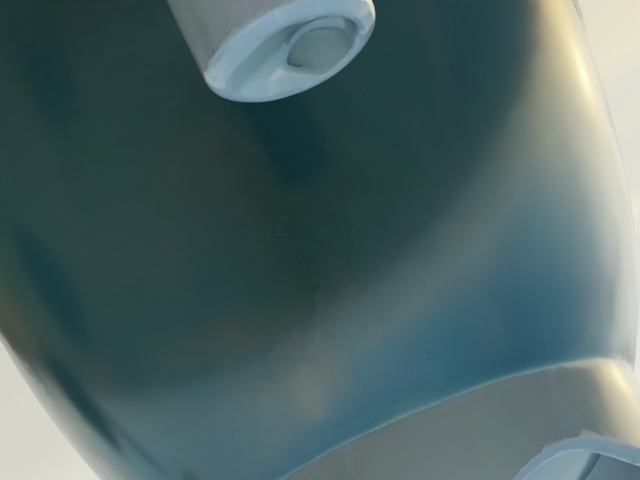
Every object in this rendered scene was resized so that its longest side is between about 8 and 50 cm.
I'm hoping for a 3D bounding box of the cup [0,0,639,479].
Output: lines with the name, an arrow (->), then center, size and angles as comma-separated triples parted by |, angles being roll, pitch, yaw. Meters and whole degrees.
cup -> 0.000, 0.000, 0.452 | 0.167, 0.173, 0.300 | -24, 160, -4
